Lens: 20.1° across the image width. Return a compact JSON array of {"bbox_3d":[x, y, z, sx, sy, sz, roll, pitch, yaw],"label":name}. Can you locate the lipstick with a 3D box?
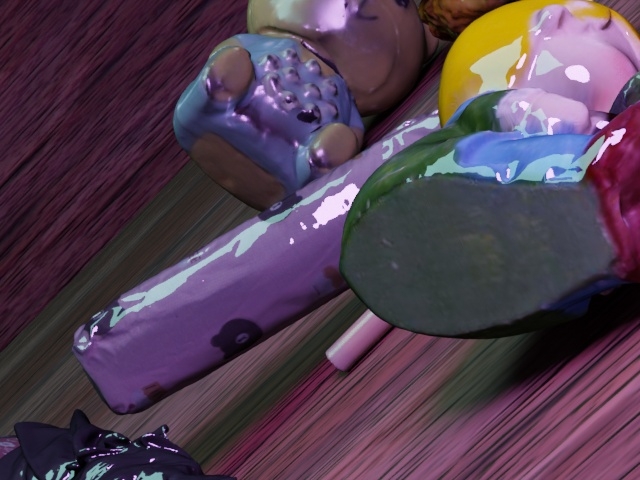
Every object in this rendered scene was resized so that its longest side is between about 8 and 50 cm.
[{"bbox_3d":[0.041,0.041,1.073,0.094,0.019,0.019,-44,10,11],"label":"lipstick"}]

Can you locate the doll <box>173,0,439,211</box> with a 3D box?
[{"bbox_3d":[-0.008,-0.157,1.653,0.260,0.177,0.161,-57,4,-29],"label":"doll"}]

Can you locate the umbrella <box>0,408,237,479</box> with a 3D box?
[{"bbox_3d":[-0.113,0.158,1.077,0.118,0.118,0.340,-51,16,-22],"label":"umbrella"}]

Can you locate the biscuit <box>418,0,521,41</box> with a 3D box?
[{"bbox_3d":[0.199,-0.272,1.502,0.289,0.081,0.334,-46,5,12],"label":"biscuit"}]

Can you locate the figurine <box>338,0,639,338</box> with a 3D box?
[{"bbox_3d":[0.121,-0.052,0.841,0.185,0.127,0.234,-22,11,42],"label":"figurine"}]

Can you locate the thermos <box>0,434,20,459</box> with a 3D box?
[{"bbox_3d":[-0.288,0.199,1.181,0.330,0.136,0.109,-5,-68,-71],"label":"thermos"}]

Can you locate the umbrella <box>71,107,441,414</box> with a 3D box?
[{"bbox_3d":[0.000,0.000,1.117,0.337,0.073,0.067,-31,16,3],"label":"umbrella"}]
